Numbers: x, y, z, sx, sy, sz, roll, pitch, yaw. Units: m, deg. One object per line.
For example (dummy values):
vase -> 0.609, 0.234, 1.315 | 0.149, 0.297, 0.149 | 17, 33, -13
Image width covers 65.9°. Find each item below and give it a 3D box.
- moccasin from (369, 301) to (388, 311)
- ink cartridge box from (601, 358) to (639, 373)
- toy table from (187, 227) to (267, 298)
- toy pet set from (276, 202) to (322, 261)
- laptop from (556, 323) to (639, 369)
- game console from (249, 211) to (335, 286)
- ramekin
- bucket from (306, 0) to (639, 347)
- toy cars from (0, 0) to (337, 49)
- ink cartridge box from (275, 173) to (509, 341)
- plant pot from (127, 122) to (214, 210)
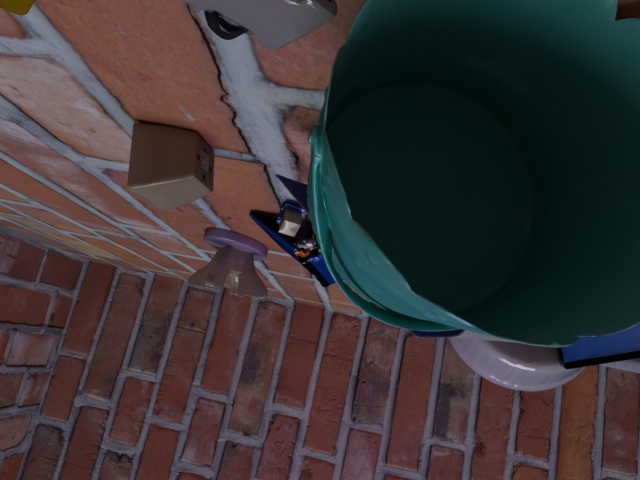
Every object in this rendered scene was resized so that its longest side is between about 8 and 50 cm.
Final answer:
moccasin -> 0.236, 0.172, 1.533 | 0.147, 0.139, 0.380 | 18, 159, 11
ink cartridge box -> 0.840, 0.297, 1.431 | 0.224, 0.045, 0.223 | 10, -158, 8
toy table -> -0.270, 0.078, 1.493 | 0.252, 0.160, 0.274 | 6, 166, 26
toy pet set -> -0.032, -0.030, 1.019 | 0.114, 0.065, 0.122 | 18, 135, -15
laptop -> 0.428, 0.058, 0.635 | 0.234, 0.136, 0.264 | -14, 153, 11
game console -> 0.000, 0.000, 1.219 | 0.250, 0.173, 0.293 | -21, 162, 4
ramekin -> 0.356, 0.109, 0.850 | 0.277, 0.277, 0.135 | 9, 159, 13
bucket -> 0.120, -0.053, 0.397 | 0.281, 0.281, 0.183 | 14, 170, -8
toy cars -> -0.178, -0.224, 0.324 | 0.394, 0.087, 0.176 | 8, 172, 1
ink cartridge box -> 0.134, 0.008, 0.646 | 0.307, 0.072, 0.303 | 18, -156, -46
plant pot -> -0.225, -0.116, 0.775 | 0.096, 0.109, 0.109 | -3, 164, 11
